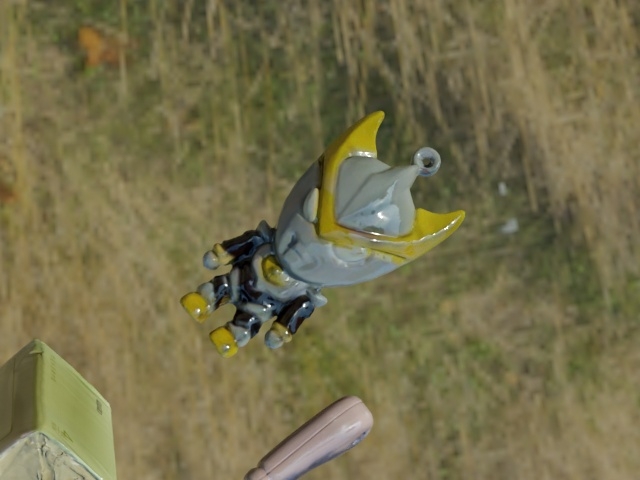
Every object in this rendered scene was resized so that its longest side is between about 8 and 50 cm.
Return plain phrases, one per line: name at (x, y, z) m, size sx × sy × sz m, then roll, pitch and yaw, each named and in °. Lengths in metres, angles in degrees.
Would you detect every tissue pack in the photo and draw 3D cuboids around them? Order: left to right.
tissue pack at (-0.276, 0.211, 1.578) m, size 0.159 × 0.234 × 0.125 m, roll -42°, pitch 109°, yaw 4°

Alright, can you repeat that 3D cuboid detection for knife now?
knife at (-0.091, 0.251, 1.622) m, size 0.336 × 0.043 × 0.081 m, roll -33°, pitch 164°, yaw -17°

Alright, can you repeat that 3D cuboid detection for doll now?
doll at (-0.003, -0.004, 1.803) m, size 0.316 × 0.145 × 0.103 m, roll -37°, pitch 149°, yaw -9°
